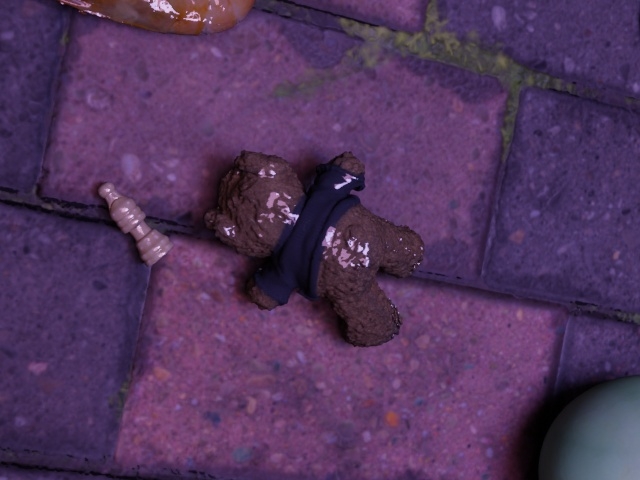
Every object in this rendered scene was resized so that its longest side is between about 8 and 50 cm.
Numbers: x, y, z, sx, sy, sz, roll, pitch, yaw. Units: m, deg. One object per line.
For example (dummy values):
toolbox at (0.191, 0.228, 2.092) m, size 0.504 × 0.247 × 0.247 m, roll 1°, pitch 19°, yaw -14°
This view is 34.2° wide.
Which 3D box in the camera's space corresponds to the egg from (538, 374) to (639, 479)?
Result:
egg at (0.371, 0.260, 1.153) m, size 0.269 × 0.220 × 0.221 m, roll 5°, pitch 92°, yaw -30°

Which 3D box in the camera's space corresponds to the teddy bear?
teddy bear at (0.009, 0.002, 1.053) m, size 0.251 × 0.129 × 0.182 m, roll 29°, pitch 82°, yaw -20°

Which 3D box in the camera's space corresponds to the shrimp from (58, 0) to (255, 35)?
shrimp at (-0.170, -0.270, 1.010) m, size 0.236 × 0.053 × 0.133 m, roll 1°, pitch 95°, yaw -23°

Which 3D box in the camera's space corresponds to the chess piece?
chess piece at (-0.188, -0.020, 1.032) m, size 0.035 × 0.035 × 0.092 m, roll -41°, pitch 102°, yaw -13°
